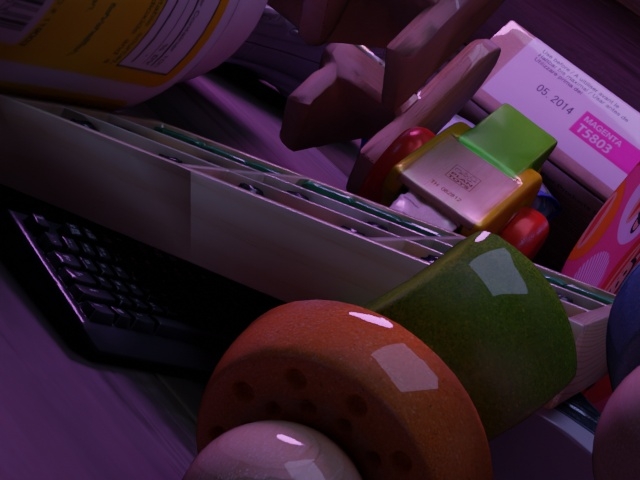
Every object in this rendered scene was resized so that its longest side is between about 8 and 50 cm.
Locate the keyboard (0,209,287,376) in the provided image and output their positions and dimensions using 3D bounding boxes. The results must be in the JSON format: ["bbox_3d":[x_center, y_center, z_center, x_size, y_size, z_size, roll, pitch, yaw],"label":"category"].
[{"bbox_3d":[-0.064,0.021,0.662,0.108,0.023,0.180,44,14,34],"label":"keyboard"}]

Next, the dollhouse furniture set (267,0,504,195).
[{"bbox_3d":[-0.004,-0.293,0.966,0.362,0.256,0.394,40,-23,11],"label":"dollhouse furniture set"}]

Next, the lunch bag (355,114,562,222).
[{"bbox_3d":[0.100,-0.042,1.148,0.129,0.096,0.151,40,3,18],"label":"lunch bag"}]

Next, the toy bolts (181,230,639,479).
[{"bbox_3d":[0.086,0.086,0.469,0.218,0.228,0.158,55,37,-3],"label":"toy bolts"}]

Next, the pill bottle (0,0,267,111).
[{"bbox_3d":[-0.145,-0.155,0.706,0.188,0.188,0.334,39,13,15],"label":"pill bottle"}]

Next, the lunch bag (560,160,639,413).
[{"bbox_3d":[0.219,0.012,0.819,0.120,0.293,0.258,35,17,1],"label":"lunch bag"}]

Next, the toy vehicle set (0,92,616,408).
[{"bbox_3d":[0.000,0.000,0.679,0.267,0.035,0.166,22,7,17],"label":"toy vehicle set"}]

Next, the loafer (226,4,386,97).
[{"bbox_3d":[-0.056,-0.195,1.230,0.319,0.111,0.112,20,26,-36],"label":"loafer"}]

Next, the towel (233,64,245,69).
[{"bbox_3d":[-0.072,-0.162,1.325,0.060,0.009,0.083,39,12,16],"label":"towel"}]

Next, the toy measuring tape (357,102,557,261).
[{"bbox_3d":[0.050,0.010,0.901,0.121,0.121,0.330,38,35,11],"label":"toy measuring tape"}]

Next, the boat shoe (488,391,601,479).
[{"bbox_3d":[0.131,0.115,0.690,0.183,0.065,0.083,41,17,-12],"label":"boat shoe"}]

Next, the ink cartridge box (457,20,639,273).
[{"bbox_3d":[0.210,-0.042,1.266,0.234,0.088,0.193,40,-20,16],"label":"ink cartridge box"}]
